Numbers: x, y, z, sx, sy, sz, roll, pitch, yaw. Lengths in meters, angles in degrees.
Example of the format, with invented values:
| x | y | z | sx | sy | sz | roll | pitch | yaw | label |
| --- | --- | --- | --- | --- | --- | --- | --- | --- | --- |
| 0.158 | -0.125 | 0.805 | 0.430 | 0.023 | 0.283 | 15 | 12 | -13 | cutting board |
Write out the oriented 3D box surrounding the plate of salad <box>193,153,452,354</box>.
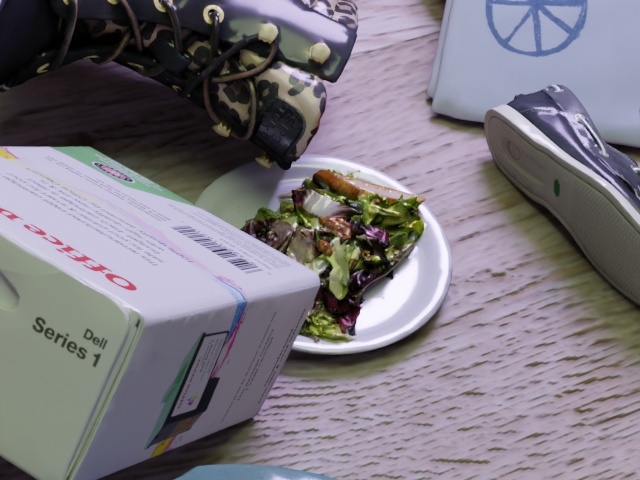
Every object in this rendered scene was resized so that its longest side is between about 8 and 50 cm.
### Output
| x | y | z | sx | sy | sz | roll | pitch | yaw | label |
| --- | --- | --- | --- | --- | --- | --- | --- | --- | --- |
| 0.000 | 0.000 | 1.239 | 0.200 | 0.048 | 0.199 | 6 | 47 | -6 | plate of salad |

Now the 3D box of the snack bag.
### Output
| x | y | z | sx | sy | sz | roll | pitch | yaw | label |
| --- | --- | --- | --- | --- | --- | --- | --- | --- | --- |
| 0.281 | -0.232 | 1.381 | 0.343 | 0.037 | 0.323 | 10 | 91 | 0 | snack bag |

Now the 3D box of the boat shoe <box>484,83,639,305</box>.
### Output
| x | y | z | sx | sy | sz | roll | pitch | yaw | label |
| --- | --- | --- | --- | --- | --- | --- | --- | --- | --- |
| 0.221 | -0.036 | 1.287 | 0.079 | 0.084 | 0.233 | -23 | 53 | -22 | boat shoe |

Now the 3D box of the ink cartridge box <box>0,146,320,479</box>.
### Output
| x | y | z | sx | sy | sz | roll | pitch | yaw | label |
| --- | --- | --- | --- | --- | --- | --- | --- | --- | --- |
| -0.150 | 0.035 | 1.038 | 0.201 | 0.117 | 0.278 | 29 | 12 | 16 | ink cartridge box |

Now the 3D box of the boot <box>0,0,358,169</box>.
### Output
| x | y | z | sx | sy | sz | roll | pitch | yaw | label |
| --- | --- | --- | --- | --- | --- | --- | --- | --- | --- |
| -0.128 | -0.146 | 1.212 | 0.284 | 0.138 | 0.377 | 26 | 27 | -6 | boot |

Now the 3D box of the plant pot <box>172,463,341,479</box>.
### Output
| x | y | z | sx | sy | sz | roll | pitch | yaw | label |
| --- | --- | --- | --- | --- | --- | --- | --- | --- | --- |
| -0.044 | 0.306 | 0.777 | 0.341 | 0.341 | 0.334 | 8 | 38 | -3 | plant pot |
